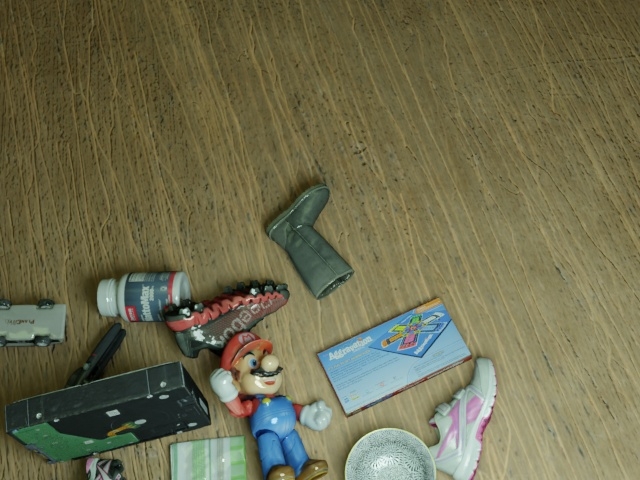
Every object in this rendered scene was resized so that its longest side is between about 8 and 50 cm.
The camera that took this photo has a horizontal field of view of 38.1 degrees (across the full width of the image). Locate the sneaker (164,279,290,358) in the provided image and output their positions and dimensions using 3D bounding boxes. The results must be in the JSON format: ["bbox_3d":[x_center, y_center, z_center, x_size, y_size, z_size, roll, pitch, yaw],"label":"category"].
[{"bbox_3d":[-0.184,0.167,1.927,0.276,0.097,0.135,-17,103,-26],"label":"sneaker"}]

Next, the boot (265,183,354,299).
[{"bbox_3d":[0.002,0.000,2.007,0.189,0.076,0.208,-45,57,-1],"label":"boot"}]

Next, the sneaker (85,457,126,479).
[{"bbox_3d":[-0.410,0.476,1.778,0.077,0.072,0.178,-7,33,-7],"label":"sneaker"}]

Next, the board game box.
[{"bbox_3d":[0.149,0.236,1.886,0.281,0.027,0.145,-24,63,-6],"label":"board game box"}]

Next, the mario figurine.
[{"bbox_3d":[-0.093,0.312,1.788,0.170,0.198,0.321,-29,65,6],"label":"mario figurine"}]

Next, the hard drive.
[{"bbox_3d":[-0.400,0.335,1.785,0.338,0.237,0.064,-15,60,0],"label":"hard drive"}]

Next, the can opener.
[{"bbox_3d":[-0.468,0.252,1.940,0.073,0.059,0.186,24,67,19],"label":"can opener"}]

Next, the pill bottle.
[{"bbox_3d":[-0.375,0.121,1.971,0.180,0.108,0.108,-2,61,7],"label":"pill bottle"}]

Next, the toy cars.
[{"bbox_3d":[-0.710,0.250,1.963,0.393,0.087,0.176,-39,69,-17],"label":"toy cars"}]

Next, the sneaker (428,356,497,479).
[{"bbox_3d":[0.269,0.333,1.775,0.111,0.103,0.252,15,64,13],"label":"sneaker"}]

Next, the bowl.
[{"bbox_3d":[0.133,0.447,1.743,0.170,0.080,0.170,-3,61,6],"label":"bowl"}]

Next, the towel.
[{"bbox_3d":[-0.221,0.444,1.824,0.152,0.023,0.113,-8,62,3],"label":"towel"}]
